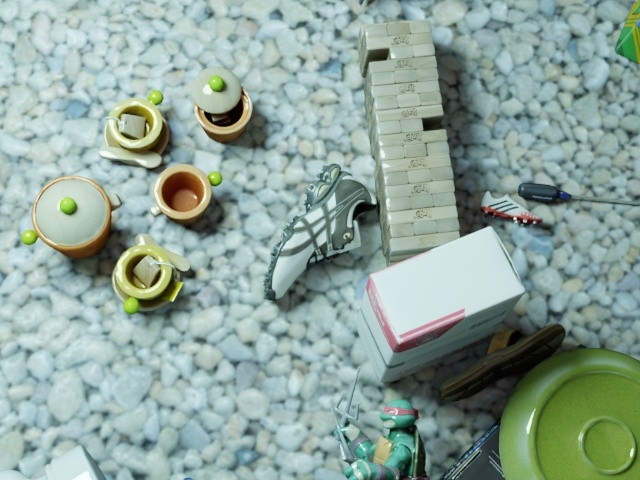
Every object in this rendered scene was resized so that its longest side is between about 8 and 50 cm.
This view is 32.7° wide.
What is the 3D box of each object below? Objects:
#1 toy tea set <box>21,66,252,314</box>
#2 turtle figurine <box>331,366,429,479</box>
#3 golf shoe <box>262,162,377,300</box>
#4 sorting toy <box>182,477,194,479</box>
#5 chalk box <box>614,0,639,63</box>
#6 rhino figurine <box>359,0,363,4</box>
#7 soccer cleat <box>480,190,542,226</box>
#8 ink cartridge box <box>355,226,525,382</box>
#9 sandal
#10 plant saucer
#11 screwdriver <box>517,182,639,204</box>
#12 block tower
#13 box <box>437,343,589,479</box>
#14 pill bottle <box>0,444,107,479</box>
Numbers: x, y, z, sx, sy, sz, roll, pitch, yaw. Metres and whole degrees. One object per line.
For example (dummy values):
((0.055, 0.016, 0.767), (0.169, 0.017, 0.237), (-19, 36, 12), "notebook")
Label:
((-0.216, -0.087, 1.358), (0.200, 0.124, 0.336), (25, 74, 3), "toy tea set")
((0.066, 0.268, 1.259), (0.118, 0.175, 0.234), (4, 87, 2), "turtle figurine")
((0.000, 0.000, 1.375), (0.094, 0.077, 0.198), (30, 76, 4), "golf shoe")
((-0.152, 0.312, 1.299), (0.102, 0.042, 0.061), (-12, 87, -13), "sorting toy")
((0.528, -0.333, 1.392), (0.179, 0.289, 0.180), (26, 74, 4), "chalk box")
((0.117, -0.391, 1.494), (0.243, 0.073, 0.106), (-20, 74, -8), "rhino figurine")
((0.251, -0.042, 1.428), (0.083, 0.029, 0.035), (12, 78, 4), "soccer cleat")
((0.134, 0.082, 1.287), (0.158, 0.218, 0.092), (-21, 71, -9), "ink cartridge box")
((0.223, 0.142, 1.361), (0.180, 0.072, 0.049), (-25, 58, -6), "sandal")
((0.331, 0.241, 1.278), (0.241, 0.037, 0.241), (1, 73, -4), "plant saucer")
((0.343, -0.054, 1.446), (0.170, 0.024, 0.025), (11, 103, -8), "screwdriver")
((0.112, -0.124, 1.410), (0.097, 0.091, 0.335), (-7, 75, -5), "block tower")
((0.312, 0.328, 1.307), (0.293, 0.073, 0.295), (-43, 82, -13), "box")
((-0.369, 0.364, 1.196), (0.318, 0.176, 0.176), (-31, 79, -12), "pill bottle")
